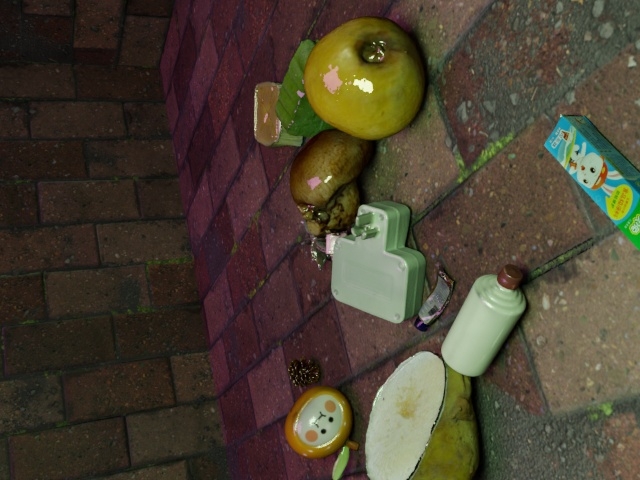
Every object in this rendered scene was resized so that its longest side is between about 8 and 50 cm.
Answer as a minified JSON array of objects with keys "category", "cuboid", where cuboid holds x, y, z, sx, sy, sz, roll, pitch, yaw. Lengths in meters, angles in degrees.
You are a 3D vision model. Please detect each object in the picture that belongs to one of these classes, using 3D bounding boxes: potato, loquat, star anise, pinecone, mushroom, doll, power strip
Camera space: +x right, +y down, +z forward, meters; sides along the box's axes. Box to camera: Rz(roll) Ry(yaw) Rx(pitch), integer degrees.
[{"category":"potato","cuboid":[0.239,0.400,1.397,0.246,0.196,0.300,3,68,63]},{"category":"loquat","cuboid":[0.094,-0.351,1.470,0.275,0.274,0.275,175,90,-65]},{"category":"star anise","cuboid":[0.000,0.000,1.971,0.204,0.061,0.181,121,137,-52]},{"category":"pinecone","cuboid":[-0.051,0.427,2.127,0.109,0.102,0.102,13,106,54]},{"category":"mushroom","cuboid":[0.021,-0.152,1.653,0.263,0.195,0.283,136,149,-62]},{"category":"doll","cuboid":[0.019,0.540,1.909,0.236,0.213,0.213,39,147,-1]},{"category":"power strip","cuboid":[0.124,0.045,1.561,0.229,0.141,0.261,19,113,41]}]

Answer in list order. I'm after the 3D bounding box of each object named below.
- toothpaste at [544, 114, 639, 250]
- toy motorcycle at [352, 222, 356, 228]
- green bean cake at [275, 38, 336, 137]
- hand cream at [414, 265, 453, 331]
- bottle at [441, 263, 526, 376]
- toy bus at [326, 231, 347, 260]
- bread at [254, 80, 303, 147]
[{"category":"toothpaste","cuboid":[0.442,-0.089,1.004,0.267,0.050,0.065,64,145,38]},{"category":"toy motorcycle","cuboid":[0.113,0.008,1.731,0.106,0.074,0.190,179,87,-74]},{"category":"green bean cake","cuboid":[0.017,-0.383,1.681,0.125,0.222,0.248,63,143,37]},{"category":"hand cream","cuboid":[0.254,0.135,1.479,0.062,0.039,0.163,61,140,45]},{"category":"bottle","cuboid":[0.316,0.145,1.256,0.104,0.104,0.245,-119,34,-42]},{"category":"toy bus","cuboid":[0.048,0.011,1.770,0.203,0.063,0.090,55,-143,-83]},{"category":"bread","cuboid":[-0.128,-0.402,2.128,0.192,0.109,0.210,14,107,58]}]
